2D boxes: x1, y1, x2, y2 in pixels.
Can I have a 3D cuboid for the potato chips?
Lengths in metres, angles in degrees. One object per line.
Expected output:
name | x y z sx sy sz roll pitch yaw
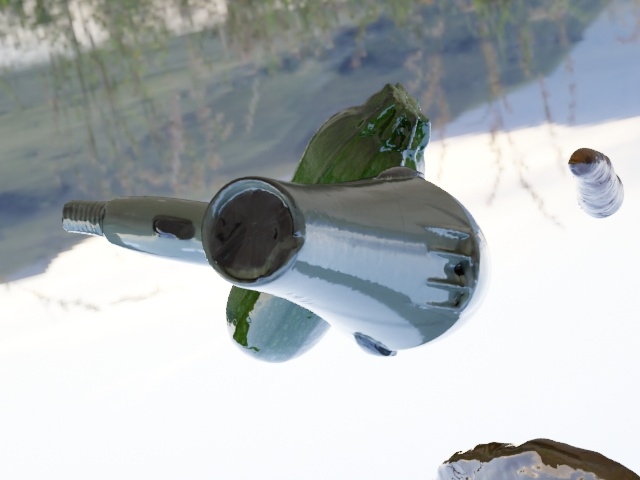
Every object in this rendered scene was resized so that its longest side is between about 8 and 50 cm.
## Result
potato chips | 0.133 0.156 0.666 0.150 0.049 0.201 29 164 -11

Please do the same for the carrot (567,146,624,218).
carrot | 0.247 -0.054 1.109 0.047 0.047 0.191 -11 168 14

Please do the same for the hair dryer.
hair dryer | -0.032 -0.003 0.545 0.224 0.088 0.219 10 177 5

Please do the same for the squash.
squash | 0.000 0.000 0.718 0.077 0.068 0.219 -44 169 -52
